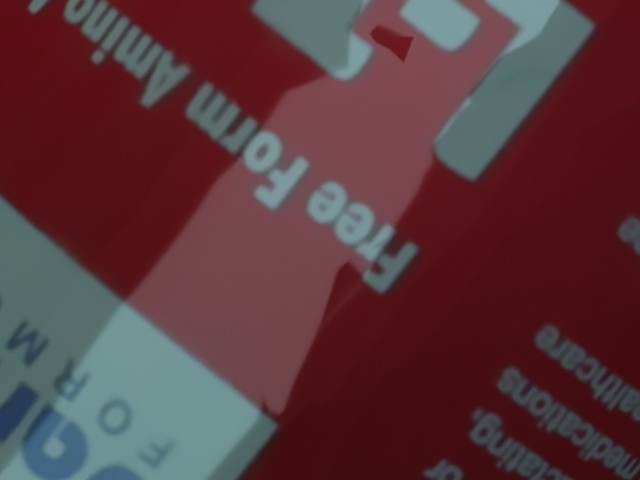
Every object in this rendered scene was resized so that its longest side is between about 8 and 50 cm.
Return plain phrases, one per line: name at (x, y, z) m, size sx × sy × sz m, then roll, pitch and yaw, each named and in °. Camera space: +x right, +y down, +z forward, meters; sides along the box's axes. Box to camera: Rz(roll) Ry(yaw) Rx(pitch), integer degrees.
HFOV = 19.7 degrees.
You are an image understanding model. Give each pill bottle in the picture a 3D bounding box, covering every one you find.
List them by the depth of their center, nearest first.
pill bottle at (0.000, 0.000, 0.441) m, size 0.229 × 0.229 × 0.408 m, roll 38°, pitch 93°, yaw 6°
